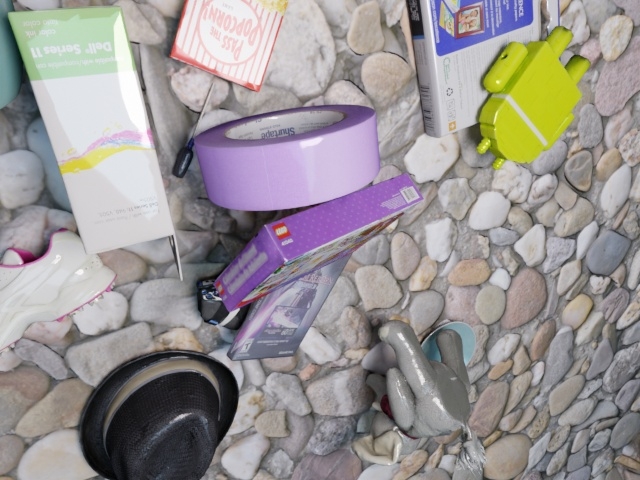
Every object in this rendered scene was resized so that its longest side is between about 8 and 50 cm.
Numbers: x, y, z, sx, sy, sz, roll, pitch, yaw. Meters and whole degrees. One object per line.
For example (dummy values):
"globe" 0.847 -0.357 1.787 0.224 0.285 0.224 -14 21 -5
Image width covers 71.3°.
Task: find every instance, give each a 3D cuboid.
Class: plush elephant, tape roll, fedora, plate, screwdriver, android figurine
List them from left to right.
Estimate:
"fedora" -0.299 0.384 0.861 0.333 0.152 0.334 -8 113 -20
"screwdriver" -0.207 -0.183 0.749 0.025 0.024 0.170 28 96 0
"tape roll" -0.048 -0.138 0.688 0.274 0.275 0.090 -16 116 -17
"plush elephant" 0.203 0.374 1.018 0.271 0.330 0.255 10 144 -44
"plate" 0.325 0.290 1.168 0.188 0.024 0.188 -8 113 -19
"android figurine" 0.417 -0.270 0.891 0.248 0.056 0.273 29 99 -33

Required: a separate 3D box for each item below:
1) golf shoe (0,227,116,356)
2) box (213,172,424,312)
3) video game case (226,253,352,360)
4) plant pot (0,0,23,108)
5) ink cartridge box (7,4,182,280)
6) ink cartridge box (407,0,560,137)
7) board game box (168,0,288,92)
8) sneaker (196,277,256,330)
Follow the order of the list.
"golf shoe" -0.490 0.093 0.699 0.306 0.115 0.140 -31 109 -16
"box" 0.000 0.000 0.690 0.293 0.201 0.057 -24 78 -40
"video game case" -0.052 0.116 0.886 0.196 0.026 0.274 18 105 -56
"plant pot" -0.473 -0.242 0.469 0.292 0.293 0.235 -23 131 -14
"ink cartridge box" -0.295 -0.120 0.627 0.119 0.207 0.354 -14 115 -19
"ink cartridge box" 0.326 -0.396 0.870 0.307 0.072 0.304 -24 117 -16
"board game box" -0.137 -0.353 0.696 0.146 0.045 0.194 13 105 -27
"sneaker" -0.165 0.071 0.835 0.121 0.079 0.217 14 105 -28
